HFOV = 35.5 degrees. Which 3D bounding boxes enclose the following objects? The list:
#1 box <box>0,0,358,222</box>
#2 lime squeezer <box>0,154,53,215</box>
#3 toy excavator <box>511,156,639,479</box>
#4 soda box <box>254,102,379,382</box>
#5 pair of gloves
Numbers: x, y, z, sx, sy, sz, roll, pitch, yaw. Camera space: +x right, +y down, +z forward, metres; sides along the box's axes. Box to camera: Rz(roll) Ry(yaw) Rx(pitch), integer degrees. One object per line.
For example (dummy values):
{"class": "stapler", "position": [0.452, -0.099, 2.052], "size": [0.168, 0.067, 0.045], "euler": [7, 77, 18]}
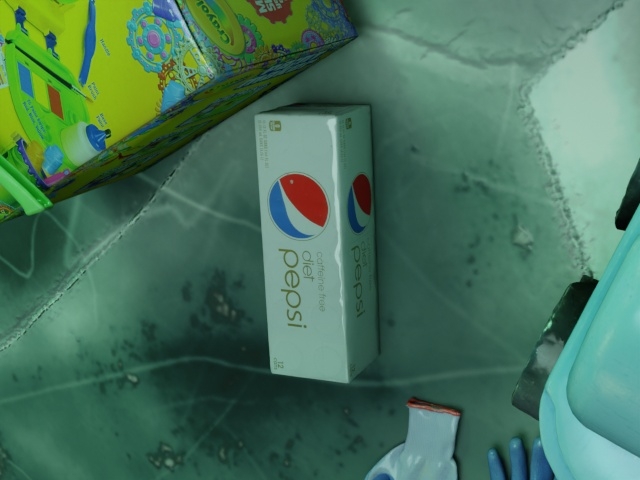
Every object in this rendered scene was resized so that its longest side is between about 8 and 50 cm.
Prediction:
{"class": "box", "position": [-0.176, -0.208, 0.754], "size": [0.279, 0.177, 0.290], "euler": [-24, 93, 39]}
{"class": "lime squeezer", "position": [-0.294, -0.153, 0.710], "size": [0.109, 0.058, 0.311], "euler": [-13, 98, 38]}
{"class": "toy excavator", "position": [0.243, 0.000, 0.466], "size": [0.222, 0.445, 0.433], "euler": [29, 104, 17]}
{"class": "soda box", "position": [0.000, 0.000, 0.805], "size": [0.073, 0.069, 0.216], "euler": [4, 107, 26]}
{"class": "pair of gloves", "position": [0.126, 0.218, 0.829], "size": [0.198, 0.023, 0.159], "euler": [13, 110, 23]}
